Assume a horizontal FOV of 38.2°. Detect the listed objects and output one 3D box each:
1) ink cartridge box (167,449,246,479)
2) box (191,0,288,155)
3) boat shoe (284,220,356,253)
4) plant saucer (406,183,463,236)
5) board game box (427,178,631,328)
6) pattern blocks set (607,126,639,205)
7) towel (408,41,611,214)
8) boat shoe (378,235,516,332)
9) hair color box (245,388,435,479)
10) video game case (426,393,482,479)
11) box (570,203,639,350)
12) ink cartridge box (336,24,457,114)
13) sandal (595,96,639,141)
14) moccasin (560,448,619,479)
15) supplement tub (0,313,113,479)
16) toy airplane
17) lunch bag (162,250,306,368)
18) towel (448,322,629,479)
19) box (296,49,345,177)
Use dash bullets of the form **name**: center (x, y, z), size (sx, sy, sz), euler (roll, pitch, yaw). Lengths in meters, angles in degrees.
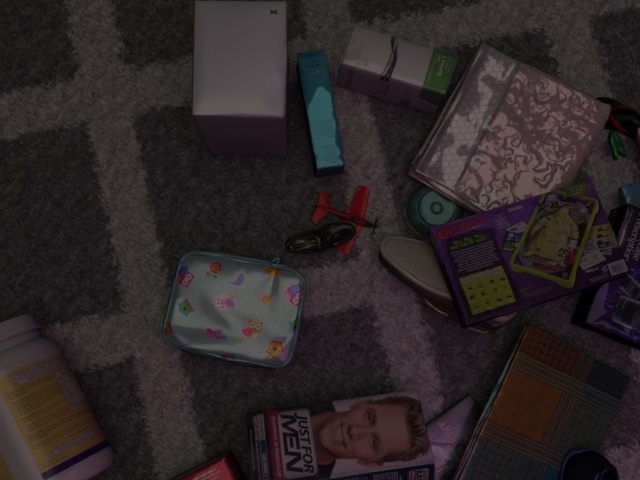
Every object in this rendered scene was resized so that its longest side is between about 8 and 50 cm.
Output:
- **ink cartridge box**: center (-0.211, 0.597, 1.792), size (0.226, 0.131, 0.306), euler (-27, 84, -4)
- **box**: center (-0.145, -0.300, 1.783), size (0.168, 0.345, 0.215), euler (0, 83, -2)
- **boat shoe**: center (0.000, 0.000, 1.889), size (0.152, 0.049, 0.056), euler (-17, 101, 11)
- **plant saucer**: center (0.241, -0.066, 1.929), size (0.119, 0.021, 0.119), euler (0, 84, -2)
- **board game box**: center (0.408, 0.024, 1.813), size (0.347, 0.056, 0.208), euler (-16, 78, -7)
- **pattern blocks set**: center (0.760, -0.190, 1.940), size (0.325, 0.026, 0.285), euler (-7, 87, -10)
- **towel**: center (0.393, -0.204, 1.908), size (0.317, 0.053, 0.332), euler (29, 86, 2)
- **boat shoe**: center (0.245, 0.095, 1.870), size (0.305, 0.091, 0.109), euler (28, 50, 0)
- **hair color box**: center (0.035, 0.407, 1.793), size (0.347, 0.105, 0.174), euler (-8, 48, -3)
- **video game case**: center (0.249, 0.470, 1.870), size (0.274, 0.026, 0.196), euler (-35, 86, -4)
- **box**: center (0.652, 0.081, 1.886), size (0.184, 0.103, 0.261), euler (22, 84, -2)
- **ink cartridge box**: center (0.151, -0.346, 1.888), size (0.219, 0.160, 0.092), euler (18, 82, 0)
- **sandal**: center (0.645, -0.254, 1.950), size (0.179, 0.040, 0.067), euler (25, 85, 1)
- **moccasin**: center (0.529, 0.584, 1.795), size (0.138, 0.117, 0.342), euler (-11, 95, -20)
- **supplement tub**: center (-0.568, 0.333, 1.756), size (0.241, 0.241, 0.331), euler (-27, 85, -4)
- **toy airplane**: center (0.048, -0.054, 1.919), size (0.151, 0.028, 0.151), euler (0, 85, -1)
- **lunch bag**: center (-0.163, 0.134, 1.854), size (0.279, 0.108, 0.224), euler (11, 81, -1)
- **towel**: center (0.441, 0.386, 1.853), size (0.271, 0.040, 0.370), euler (28, 82, -13)
- **box**: center (-0.001, -0.260, 1.904), size (0.060, 0.100, 0.244), euler (-10, 85, -3)
